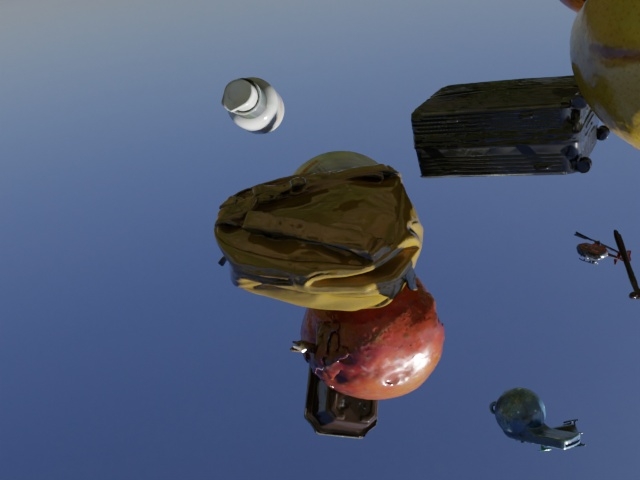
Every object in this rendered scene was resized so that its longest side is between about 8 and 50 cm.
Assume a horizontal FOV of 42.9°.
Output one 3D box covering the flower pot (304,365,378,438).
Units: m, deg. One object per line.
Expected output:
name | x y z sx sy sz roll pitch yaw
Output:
flower pot | 0.066 0.316 1.839 0.179 0.250 0.084 11 163 -18

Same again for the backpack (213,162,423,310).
backpack | 0.000 -0.006 1.489 0.378 0.201 0.353 6 -150 13

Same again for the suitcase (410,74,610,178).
suitcase | 0.364 -0.226 1.565 0.335 0.152 0.229 1 -156 28

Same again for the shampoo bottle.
shampoo bottle | -0.096 -0.191 1.125 0.074 0.073 0.192 -8 180 5

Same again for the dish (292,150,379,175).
dish | 0.050 -0.052 1.837 0.274 0.273 0.133 -10 -153 -1

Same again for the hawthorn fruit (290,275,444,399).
hawthorn fruit | 0.071 0.183 1.569 0.308 0.275 0.276 -11 -160 -31

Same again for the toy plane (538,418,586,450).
toy plane | 0.525 0.445 1.839 0.096 0.060 0.235 -11 166 -9

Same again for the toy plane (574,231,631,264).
toy plane | 0.685 0.028 1.990 0.145 0.037 0.060 18 -115 12

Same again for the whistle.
whistle | 0.344 0.286 1.340 0.158 0.090 0.090 -1 -159 46

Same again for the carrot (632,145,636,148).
carrot | 0.532 -0.212 1.279 0.037 0.037 0.190 11 -128 41

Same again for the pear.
pear | 0.482 -0.248 1.032 0.315 0.314 0.314 -8 -158 3

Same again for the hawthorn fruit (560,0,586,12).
hawthorn fruit | 0.496 -0.507 1.353 0.309 0.324 0.308 -3 170 -1

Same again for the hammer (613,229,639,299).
hammer | 0.738 0.057 1.951 0.065 0.178 0.021 -5 158 -22
